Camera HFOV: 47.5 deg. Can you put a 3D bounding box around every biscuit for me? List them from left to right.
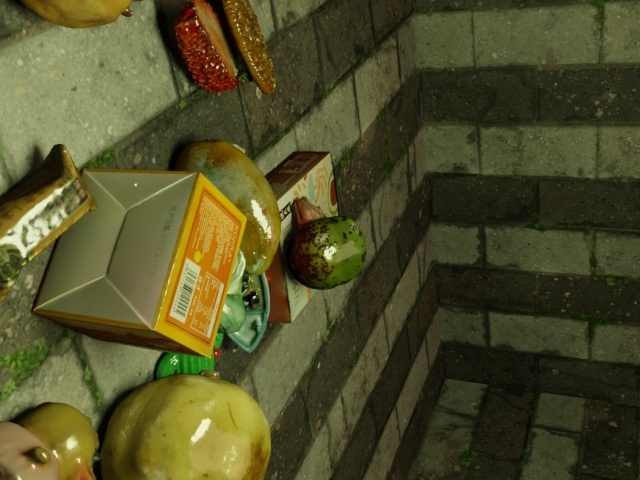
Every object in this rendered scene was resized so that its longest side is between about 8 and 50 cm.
[{"bbox_3d":[-0.164,-0.483,1.676,0.305,0.038,0.305,-19,90,-82],"label":"biscuit"}]

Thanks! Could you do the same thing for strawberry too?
[{"bbox_3d":[-0.244,-0.408,1.555,0.286,0.106,0.188,38,36,-66],"label":"strawberry"}]

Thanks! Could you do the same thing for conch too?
[{"bbox_3d":[-0.217,0.108,1.484,0.188,0.121,0.176,-84,158,-43],"label":"conch"}]

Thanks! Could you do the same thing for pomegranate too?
[{"bbox_3d":[-0.266,0.412,1.446,0.332,0.332,0.333,4,90,-67],"label":"pomegranate"},{"bbox_3d":[0.000,0.000,1.822,0.248,0.214,0.214,62,23,8],"label":"pomegranate"}]

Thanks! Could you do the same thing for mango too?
[{"bbox_3d":[-0.193,-0.073,1.560,0.316,0.192,0.146,57,4,6],"label":"mango"}]

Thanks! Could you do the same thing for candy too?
[{"bbox_3d":[-0.465,-0.023,1.144,0.271,0.101,0.143,-56,137,-40],"label":"candy"}]

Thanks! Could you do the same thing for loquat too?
[{"bbox_3d":[-0.385,-0.449,1.137,0.238,0.193,0.238,-8,99,-56],"label":"loquat"}]

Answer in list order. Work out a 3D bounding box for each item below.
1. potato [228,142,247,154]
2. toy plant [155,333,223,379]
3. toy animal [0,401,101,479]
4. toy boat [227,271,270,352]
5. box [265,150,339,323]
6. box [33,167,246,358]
[{"bbox_3d":[-0.224,-0.169,1.686,0.061,0.086,0.122,28,75,-67],"label":"potato"},{"bbox_3d":[-0.295,0.285,1.603,0.154,0.088,0.240,17,92,-50],"label":"toy plant"},{"bbox_3d":[-0.460,0.352,1.149,0.169,0.195,0.281,56,26,12],"label":"toy animal"},{"bbox_3d":[-0.198,0.107,1.704,0.133,0.145,0.332,-60,142,-63],"label":"toy boat"},{"bbox_3d":[-0.073,-0.021,2.007,0.385,0.122,0.345,-49,138,-54],"label":"box"},{"bbox_3d":[-0.309,0.040,1.307,0.214,0.259,0.284,48,51,-58],"label":"box"}]
